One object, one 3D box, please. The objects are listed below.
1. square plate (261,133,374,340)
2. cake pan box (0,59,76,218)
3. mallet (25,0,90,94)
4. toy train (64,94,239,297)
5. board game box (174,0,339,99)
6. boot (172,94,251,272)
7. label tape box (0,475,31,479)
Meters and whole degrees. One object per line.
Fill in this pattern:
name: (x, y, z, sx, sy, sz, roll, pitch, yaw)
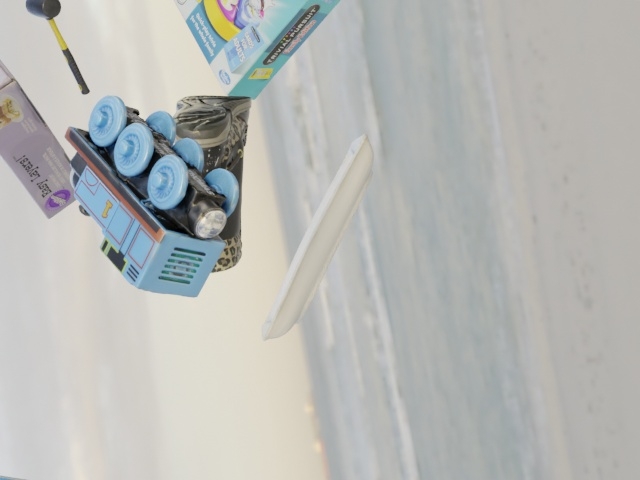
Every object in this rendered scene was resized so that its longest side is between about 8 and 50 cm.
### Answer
square plate: (0.000, 0.000, 2.126, 0.347, 0.049, 0.344, -156, 92, -88)
cake pan box: (-0.380, -0.173, 1.490, 0.246, 0.070, 0.267, 51, 172, 24)
mallet: (-0.425, -0.326, 2.213, 0.062, 0.039, 0.190, 10, 133, 52)
toy train: (-0.140, -0.038, 1.044, 0.184, 0.080, 0.105, 43, 109, 39)
board game box: (-0.098, -0.454, 2.325, 0.079, 0.336, 0.254, 1, -129, -49)
boot: (-0.126, -0.074, 1.558, 0.236, 0.085, 0.179, -76, -15, -74)
label tape box: (-0.429, 0.432, 1.680, 0.249, 0.347, 0.115, 25, -142, -51)
